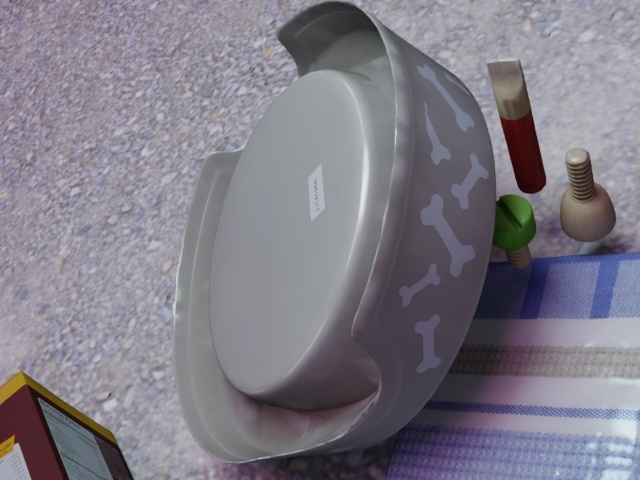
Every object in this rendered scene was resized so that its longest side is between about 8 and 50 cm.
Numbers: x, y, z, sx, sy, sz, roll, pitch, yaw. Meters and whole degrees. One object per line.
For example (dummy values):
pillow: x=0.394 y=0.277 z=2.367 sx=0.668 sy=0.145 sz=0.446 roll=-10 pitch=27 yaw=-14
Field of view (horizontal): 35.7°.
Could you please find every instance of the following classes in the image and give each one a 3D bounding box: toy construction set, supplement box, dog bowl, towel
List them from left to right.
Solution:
supplement box: x=-0.250 y=0.252 z=0.803 sx=0.191 sy=0.129 sz=0.194 roll=-41 pitch=43 yaw=0
dog bowl: x=0.000 y=0.000 z=0.754 sx=0.349 sy=0.102 sz=0.348 roll=-36 pitch=47 yaw=51
towel: x=0.152 y=0.132 z=0.700 sx=0.209 sy=0.034 sz=0.285 roll=-4 pitch=52 yaw=34
toy construction set: x=0.228 y=-0.055 z=0.608 sx=0.309 sy=0.237 sz=0.257 roll=22 pitch=65 yaw=35
